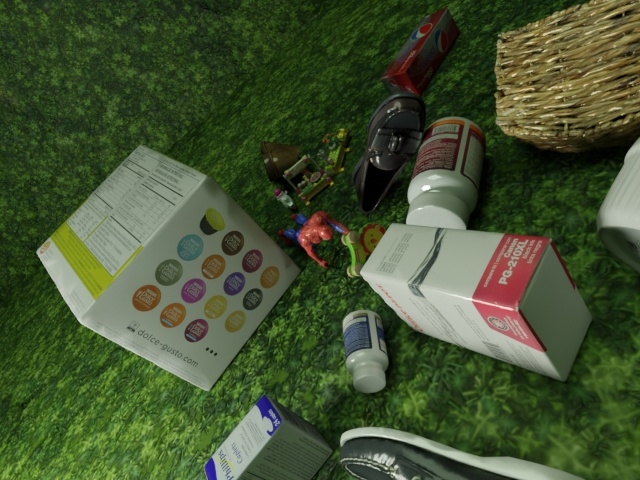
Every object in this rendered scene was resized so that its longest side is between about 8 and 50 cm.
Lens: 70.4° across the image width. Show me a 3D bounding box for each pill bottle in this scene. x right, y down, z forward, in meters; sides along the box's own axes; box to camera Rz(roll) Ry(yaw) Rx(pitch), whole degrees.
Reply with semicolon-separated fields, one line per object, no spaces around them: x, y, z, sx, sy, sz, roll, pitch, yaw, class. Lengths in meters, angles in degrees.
0.072;0.175;0.719;0.067;0.067;0.120;-29;35;22;pill bottle
0.225;-0.109;0.817;0.121;0.121;0.221;-11;45;40;pill bottle

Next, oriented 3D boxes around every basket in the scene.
0.468;-0.248;0.735;0.299;0.222;0.214;-4;83;45;basket

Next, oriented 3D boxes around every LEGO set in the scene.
-0.014;-0.211;1.199;0.287;0.107;0.132;-51;34;-9;LEGO set

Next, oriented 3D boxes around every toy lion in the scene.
0.093;0.016;0.867;0.034;0.096;0.100;153;110;-65;toy lion

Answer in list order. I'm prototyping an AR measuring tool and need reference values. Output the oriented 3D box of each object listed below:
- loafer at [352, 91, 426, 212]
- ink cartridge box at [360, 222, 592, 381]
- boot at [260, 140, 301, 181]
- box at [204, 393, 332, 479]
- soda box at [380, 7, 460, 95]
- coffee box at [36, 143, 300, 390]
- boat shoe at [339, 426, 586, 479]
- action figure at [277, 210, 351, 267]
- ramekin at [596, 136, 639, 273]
0.133;-0.157;0.895;0.303;0.108;0.095;112;162;-64;loafer
0.197;0.071;0.602;0.237;0.172;0.100;10;60;52;ink cartridge box
-0.118;-0.249;1.372;0.115;0.113;0.305;-19;22;-5;boot
-0.075;0.320;0.664;0.137;0.126;0.072;-49;34;-8;box
0.275;-0.504;1.233;0.092;0.083;0.263;8;60;52;soda box
-0.320;0.046;0.989;0.338;0.338;0.334;26;72;44;coffee box
0.136;0.280;0.494;0.302;0.114;0.091;-11;40;42;boat shoe
0.000;0.000;0.987;0.092;0.139;0.280;-53;12;-8;action figure
0.395;-0.012;0.461;0.109;0.207;0.207;-55;33;3;ramekin
